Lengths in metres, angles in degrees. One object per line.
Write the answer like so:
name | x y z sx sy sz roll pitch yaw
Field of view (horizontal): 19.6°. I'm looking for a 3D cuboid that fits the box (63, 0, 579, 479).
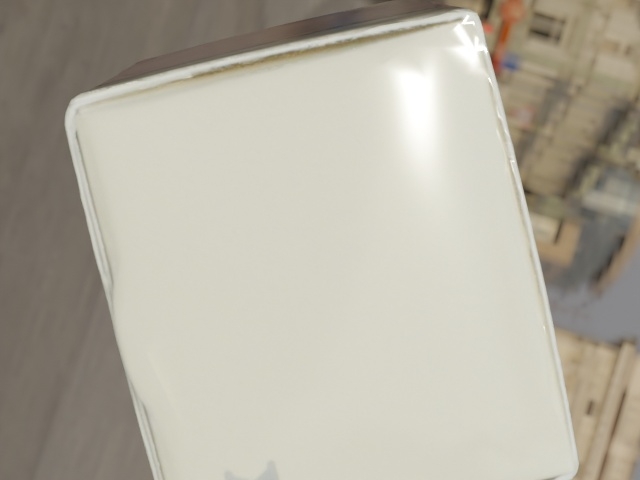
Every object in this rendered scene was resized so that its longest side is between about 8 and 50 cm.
box | 0.000 0.000 0.646 0.232 0.126 0.149 -99 176 -81
